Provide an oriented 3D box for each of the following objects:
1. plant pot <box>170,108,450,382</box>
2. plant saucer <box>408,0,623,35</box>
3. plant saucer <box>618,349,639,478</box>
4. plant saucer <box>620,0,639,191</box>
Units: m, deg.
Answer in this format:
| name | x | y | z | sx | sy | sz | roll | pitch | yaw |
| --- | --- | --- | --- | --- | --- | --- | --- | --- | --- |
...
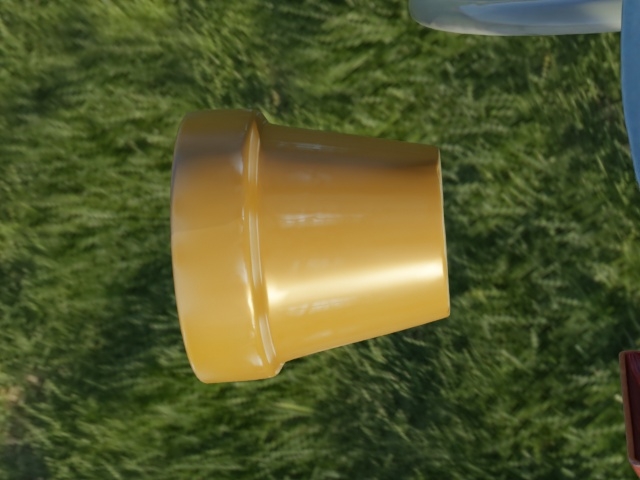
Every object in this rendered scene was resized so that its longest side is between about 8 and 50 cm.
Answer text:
| name | x | y | z | sx | sy | sz | roll | pitch | yaw |
| --- | --- | --- | --- | --- | --- | --- | --- | --- | --- |
| plant pot | 0.000 | 0.000 | 0.995 | 0.187 | 0.205 | 0.205 | -3 | 71 | 5 |
| plant saucer | 0.250 | -0.217 | 0.851 | 0.400 | 0.400 | 0.101 | -3 | 107 | 21 |
| plant saucer | 0.378 | 0.160 | 1.089 | 0.259 | 0.258 | 0.048 | 2 | 105 | 10 |
| plant saucer | 0.147 | -0.047 | 0.346 | 0.037 | 0.195 | 0.195 | -6 | 65 | -21 |
